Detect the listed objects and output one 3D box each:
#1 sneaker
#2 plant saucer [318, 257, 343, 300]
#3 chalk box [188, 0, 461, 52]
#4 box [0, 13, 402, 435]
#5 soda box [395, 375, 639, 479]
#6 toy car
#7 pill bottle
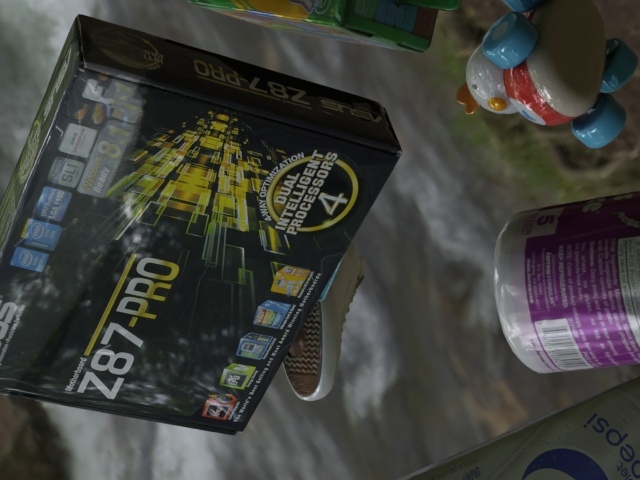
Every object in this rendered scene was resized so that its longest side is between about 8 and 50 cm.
[{"bbox_3d":[0.016,0.075,1.777,0.106,0.123,0.290,-28,56,47],"label":"sneaker"},{"bbox_3d":[0.000,0.000,1.537,0.018,0.067,0.192,-100,24,-43],"label":"plant saucer"},{"bbox_3d":[0.028,-0.316,1.476,0.288,0.179,0.180,14,95,35],"label":"chalk box"},{"bbox_3d":[-0.149,0.003,1.291,0.395,0.318,0.097,-60,28,30],"label":"box"},{"bbox_3d":[0.168,0.199,1.084,0.091,0.286,0.098,67,157,9],"label":"soda box"},{"bbox_3d":[0.275,-0.226,1.856,0.219,0.210,0.238,36,142,-23],"label":"toy car"},{"bbox_3d":[0.332,0.032,1.273,0.301,0.169,0.169,-9,110,31],"label":"pill bottle"}]
